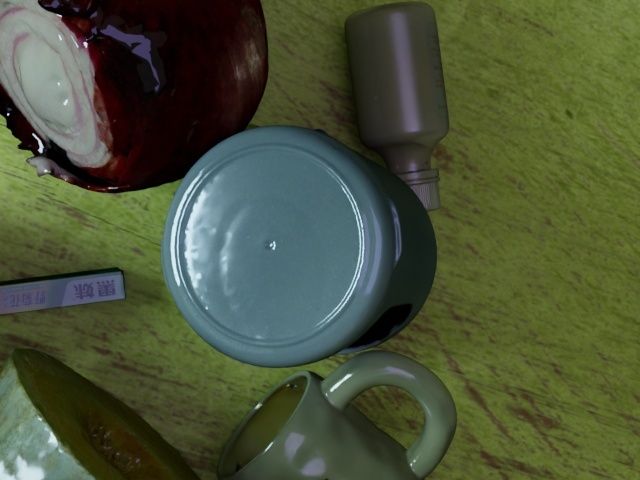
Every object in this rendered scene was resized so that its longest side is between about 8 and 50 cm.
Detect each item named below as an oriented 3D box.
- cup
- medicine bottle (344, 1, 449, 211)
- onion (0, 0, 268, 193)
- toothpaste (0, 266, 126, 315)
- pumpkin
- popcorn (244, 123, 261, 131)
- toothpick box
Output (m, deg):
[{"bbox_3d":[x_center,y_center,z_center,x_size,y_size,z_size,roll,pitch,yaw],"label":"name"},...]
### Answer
[{"bbox_3d":[0.032,0.245,1.344,0.202,0.173,0.255,42,83,-12],"label":"cup"},{"bbox_3d":[0.099,-0.158,1.400,0.114,0.114,0.252,-9,92,-18],"label":"medicine bottle"},{"bbox_3d":[-0.208,-0.211,1.208,0.341,0.341,0.341,0,90,-18],"label":"onion"},{"bbox_3d":[-0.313,0.059,1.304,0.178,0.043,0.037,-7,92,-18],"label":"toothpaste"},{"bbox_3d":[-0.258,0.284,1.194,0.332,0.332,0.199,42,92,-13],"label":"pumpkin"},{"bbox_3d":[-0.076,-0.106,1.375,0.059,0.068,0.083,-10,64,-48],"label":"popcorn"},{"bbox_3d":[0.000,0.000,1.257,0.263,0.354,0.263,-1,87,16],"label":"toothpick box"}]
